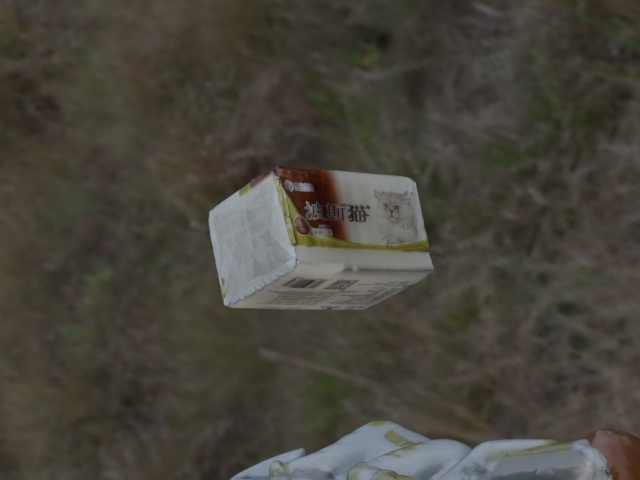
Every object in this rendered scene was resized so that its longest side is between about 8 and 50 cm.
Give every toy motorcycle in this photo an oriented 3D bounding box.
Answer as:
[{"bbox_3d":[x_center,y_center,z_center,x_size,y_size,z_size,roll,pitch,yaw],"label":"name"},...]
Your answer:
[{"bbox_3d":[0.020,0.132,0.894,0.229,0.074,0.151,-15,20,25],"label":"toy motorcycle"}]

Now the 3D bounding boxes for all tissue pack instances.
[{"bbox_3d":[0.000,-0.001,1.642,0.106,0.149,0.099,-30,65,46],"label":"tissue pack"}]

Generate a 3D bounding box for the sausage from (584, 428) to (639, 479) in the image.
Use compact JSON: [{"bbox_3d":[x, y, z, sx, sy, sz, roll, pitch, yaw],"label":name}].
[{"bbox_3d":[0.144,0.311,1.346,0.094,0.094,0.419,8,58,37],"label":"sausage"}]
